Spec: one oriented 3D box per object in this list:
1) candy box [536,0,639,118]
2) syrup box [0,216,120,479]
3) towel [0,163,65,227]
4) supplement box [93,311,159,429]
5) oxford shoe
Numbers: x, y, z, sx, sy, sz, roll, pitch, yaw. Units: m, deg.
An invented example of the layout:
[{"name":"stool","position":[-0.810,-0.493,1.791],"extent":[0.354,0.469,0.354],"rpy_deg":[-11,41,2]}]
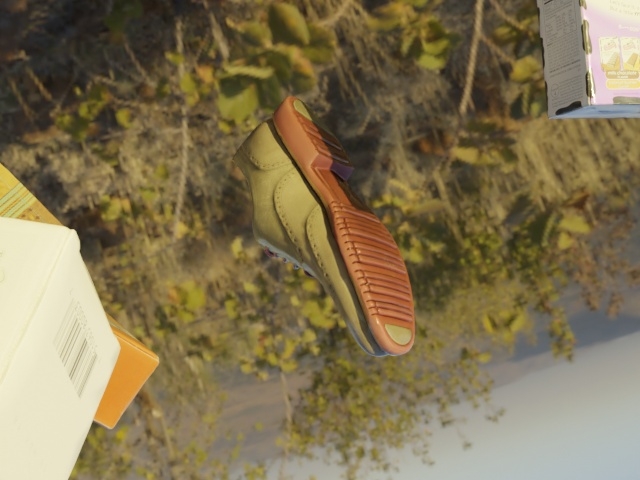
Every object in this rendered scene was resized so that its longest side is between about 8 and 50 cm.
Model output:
[{"name":"candy box","position":[0.294,-0.218,0.916],"extent":[0.165,0.196,0.070],"rpy_deg":[-3,176,-22]},{"name":"syrup box","position":[-0.213,0.038,0.380],"extent":[0.237,0.096,0.093],"rpy_deg":[9,145,9]},{"name":"towel","position":[-0.562,-0.065,1.294],"extent":[0.271,0.370,0.040],"rpy_deg":[-49,-170,-36]},{"name":"supplement box","position":[-0.244,0.084,0.893],"extent":[0.080,0.078,0.233],"rpy_deg":[39,172,-37]},{"name":"oxford shoe","position":[0.000,0.000,1.123],"extent":[0.130,0.348,0.123],"rpy_deg":[-36,147,21]}]
